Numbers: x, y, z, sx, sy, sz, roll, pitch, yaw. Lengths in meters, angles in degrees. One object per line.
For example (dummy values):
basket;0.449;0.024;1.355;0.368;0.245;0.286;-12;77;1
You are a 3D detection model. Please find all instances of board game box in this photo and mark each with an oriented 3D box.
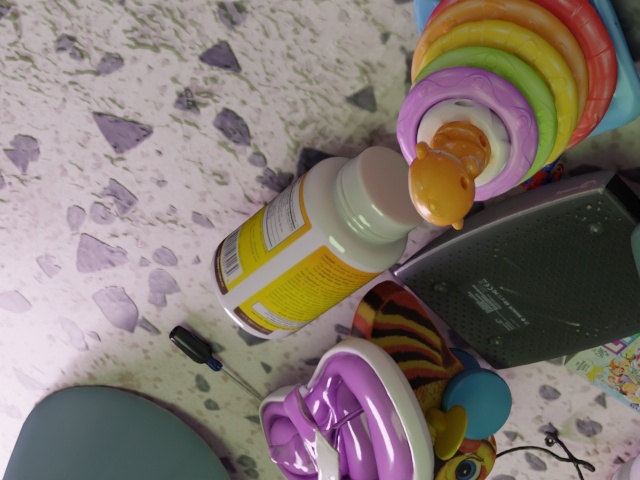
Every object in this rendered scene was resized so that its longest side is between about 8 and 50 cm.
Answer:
board game box;0.320;0.098;1.298;0.103;0.026;0.154;32;133;-7

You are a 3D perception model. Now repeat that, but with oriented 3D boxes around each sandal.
sandal;0.003;0.208;1.336;0.169;0.102;0.416;61;160;6

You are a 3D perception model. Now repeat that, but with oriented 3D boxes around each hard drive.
hard drive;0.208;0.028;1.239;0.172;0.054;0.254;43;140;-20

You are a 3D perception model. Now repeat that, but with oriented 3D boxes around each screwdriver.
screwdriver;-0.100;0.150;1.511;0.170;0.024;0.025;40;160;-16

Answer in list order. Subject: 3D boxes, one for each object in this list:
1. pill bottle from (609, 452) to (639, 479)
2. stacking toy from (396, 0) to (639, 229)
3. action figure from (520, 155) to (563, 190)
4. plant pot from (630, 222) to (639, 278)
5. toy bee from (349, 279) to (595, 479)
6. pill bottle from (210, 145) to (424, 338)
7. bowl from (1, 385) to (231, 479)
pill bottle;0.337;0.296;1.399;0.119;0.119;0.208;21;133;3
stacking toy;0.122;-0.091;1.019;0.165;0.302;0.175;-15;113;30
action figure;0.197;-0.071;1.202;0.038;0.030;0.115;15;135;4
plant pot;0.388;0.038;1.047;0.252;0.248;0.247;3;114;60
toy bee;0.121;0.190;1.343;0.298;0.162;0.195;42;176;2
pill bottle;0.000;0.000;1.277;0.117;0.117;0.215;41;131;-15
bowl;-0.263;0.344;1.604;0.311;0.163;0.311;10;120;18
